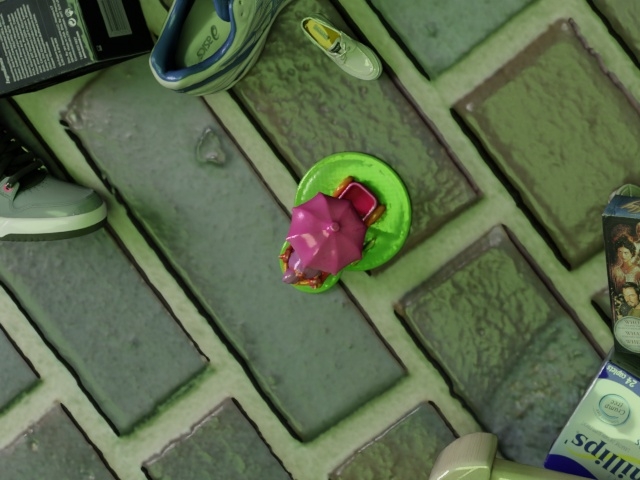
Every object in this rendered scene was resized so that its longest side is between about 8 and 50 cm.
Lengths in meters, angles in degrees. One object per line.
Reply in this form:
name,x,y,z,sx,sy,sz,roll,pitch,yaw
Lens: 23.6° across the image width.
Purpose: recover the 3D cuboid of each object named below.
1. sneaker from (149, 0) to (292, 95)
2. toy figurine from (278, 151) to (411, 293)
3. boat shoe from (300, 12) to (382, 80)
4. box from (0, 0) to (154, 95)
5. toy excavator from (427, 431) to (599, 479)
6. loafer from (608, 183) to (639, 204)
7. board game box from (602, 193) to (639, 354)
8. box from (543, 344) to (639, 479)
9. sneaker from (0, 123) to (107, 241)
sneaker,-0.071,-0.271,1.551,0.112,0.131,0.296,31,106,9
toy figurine,0.000,0.000,1.570,0.130,0.159,0.173,42,109,4
boat shoe,0.020,-0.200,1.589,0.100,0.035,0.035,42,108,4
box,-0.283,-0.213,1.607,0.158,0.156,0.093,-16,96,18
toy excavator,0.353,0.370,1.497,0.433,0.222,0.445,-14,102,16
loafer,0.338,-0.004,1.545,0.045,0.039,0.125,-40,92,-14
board game box,0.397,0.047,1.468,0.243,0.042,0.165,7,123,31
box,0.318,0.200,1.569,0.126,0.072,0.137,30,108,8
sneaker,-0.370,-0.110,1.676,0.295,0.124,0.178,10,113,15
